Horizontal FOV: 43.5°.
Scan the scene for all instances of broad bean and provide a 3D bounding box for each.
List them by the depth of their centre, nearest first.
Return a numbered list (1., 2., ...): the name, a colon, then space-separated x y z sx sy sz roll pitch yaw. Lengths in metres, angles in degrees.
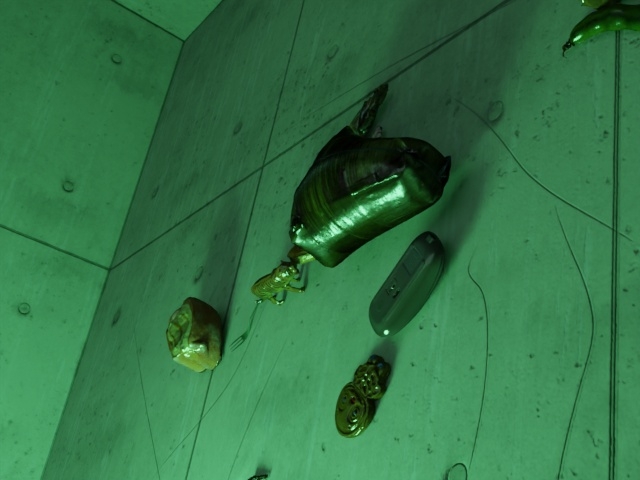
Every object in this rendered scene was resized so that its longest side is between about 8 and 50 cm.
1. broad bean: 0.513 -0.378 1.414 0.226 0.039 0.069 -4 89 63

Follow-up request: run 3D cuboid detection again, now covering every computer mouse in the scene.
1. computer mouse: 0.174 0.090 1.594 0.232 0.057 0.120 -58 27 18

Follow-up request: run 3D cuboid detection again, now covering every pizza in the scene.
1. pizza: 0.000 0.001 1.976 0.175 0.046 0.134 -23 29 35

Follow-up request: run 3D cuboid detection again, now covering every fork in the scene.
1. fork: -0.177 0.200 2.166 0.235 0.021 0.039 -59 31 7

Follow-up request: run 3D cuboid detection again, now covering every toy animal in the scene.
1. toy animal: -0.112 0.111 2.036 0.241 0.099 0.057 -31 41 46

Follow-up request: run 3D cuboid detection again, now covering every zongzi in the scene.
1. zongzi: 0.131 -0.191 1.791 0.403 0.207 0.432 -29 33 43

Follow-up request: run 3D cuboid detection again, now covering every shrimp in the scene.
1. shrimp: 0.119 -0.278 2.027 0.143 0.052 0.251 39 110 52

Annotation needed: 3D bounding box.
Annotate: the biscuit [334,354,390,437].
1. biscuit: 0.079 0.311 1.607 0.175 0.026 0.124 -62 28 5

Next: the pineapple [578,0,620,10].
1. pineapple: 0.505 -0.524 1.492 0.119 0.111 0.237 -14 39 20

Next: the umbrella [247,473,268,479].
1. umbrella: -0.144 0.541 1.815 0.083 0.020 0.031 -37 -2 42

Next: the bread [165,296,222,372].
1. bread: -0.359 0.276 2.311 0.190 0.123 0.244 -60 28 6
